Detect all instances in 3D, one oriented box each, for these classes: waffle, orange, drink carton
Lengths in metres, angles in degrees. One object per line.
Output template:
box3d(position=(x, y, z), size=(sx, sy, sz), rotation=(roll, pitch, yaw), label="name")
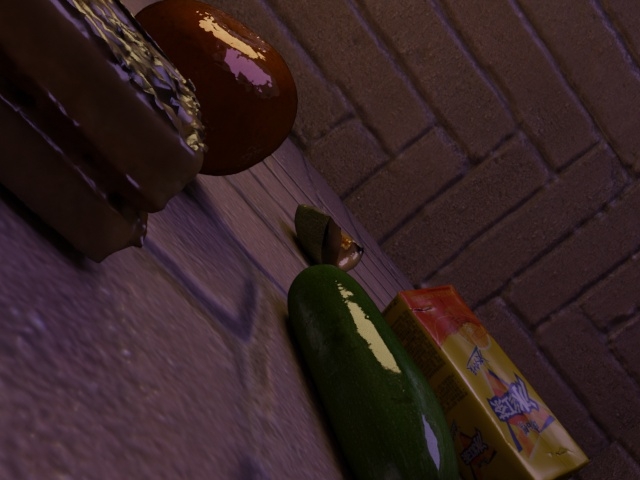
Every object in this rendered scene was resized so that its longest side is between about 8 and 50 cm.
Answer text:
box3d(position=(-0.235, -0.180, 0.460), size=(0.376, 0.114, 0.261), rotation=(48, 5, -25), label="waffle")
box3d(position=(-0.135, -0.170, 0.800), size=(0.224, 0.170, 0.224), rotation=(29, 21, -13), label="orange")
box3d(position=(0.232, 0.238, 1.088), size=(0.154, 0.111, 0.351), rotation=(-3, 48, -43), label="drink carton")

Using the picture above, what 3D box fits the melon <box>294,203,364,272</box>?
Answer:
box3d(position=(0.000, 0.000, 1.210), size=(0.128, 0.079, 0.160), rotation=(34, -2, 31), label="melon")

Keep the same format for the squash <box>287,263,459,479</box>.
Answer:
box3d(position=(0.046, 0.137, 0.669), size=(0.101, 0.101, 0.379), rotation=(46, 10, -35), label="squash")
